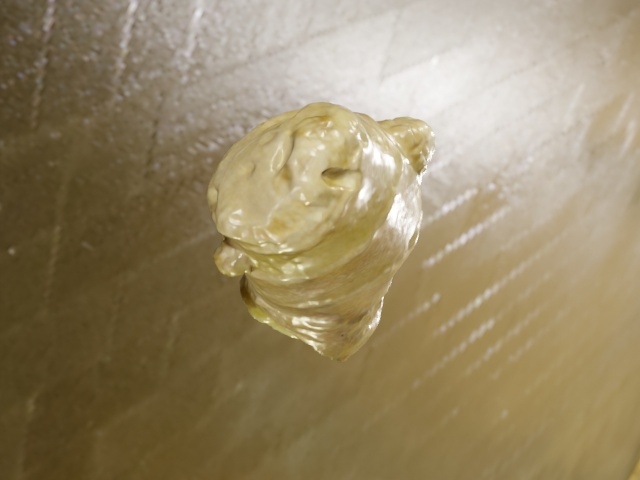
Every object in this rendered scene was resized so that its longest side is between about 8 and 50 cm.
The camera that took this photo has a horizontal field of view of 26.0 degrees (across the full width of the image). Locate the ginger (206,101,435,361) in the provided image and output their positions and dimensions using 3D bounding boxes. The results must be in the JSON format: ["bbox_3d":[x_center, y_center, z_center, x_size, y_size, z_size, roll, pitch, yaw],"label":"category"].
[{"bbox_3d":[0.000,0.000,1.050,0.190,0.126,0.354,-39,163,-19],"label":"ginger"}]
